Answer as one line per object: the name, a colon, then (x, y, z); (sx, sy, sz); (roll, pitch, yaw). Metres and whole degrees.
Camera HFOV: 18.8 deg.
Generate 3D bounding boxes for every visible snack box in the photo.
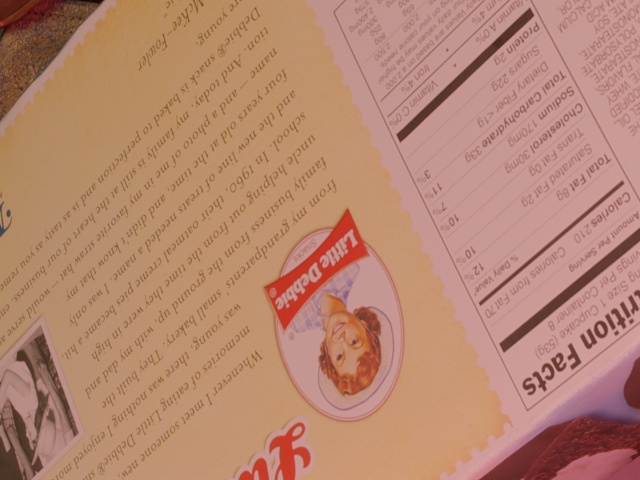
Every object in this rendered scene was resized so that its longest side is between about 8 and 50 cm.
snack box: (0.000, 0.000, 0.515); (0.322, 0.060, 0.187); (-43, 58, 34)

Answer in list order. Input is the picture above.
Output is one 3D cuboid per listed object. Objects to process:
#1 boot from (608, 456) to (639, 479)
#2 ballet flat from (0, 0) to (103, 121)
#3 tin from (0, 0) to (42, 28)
boot: (0.038, 0.097, 0.567); (0.123, 0.095, 0.258); (17, 98, 35)
ballet flat: (0.008, -0.062, 0.633); (0.316, 0.107, 0.106); (0, 67, 31)
tin: (-0.091, -0.164, 0.709); (0.106, 0.040, 0.190); (-17, 47, 55)
